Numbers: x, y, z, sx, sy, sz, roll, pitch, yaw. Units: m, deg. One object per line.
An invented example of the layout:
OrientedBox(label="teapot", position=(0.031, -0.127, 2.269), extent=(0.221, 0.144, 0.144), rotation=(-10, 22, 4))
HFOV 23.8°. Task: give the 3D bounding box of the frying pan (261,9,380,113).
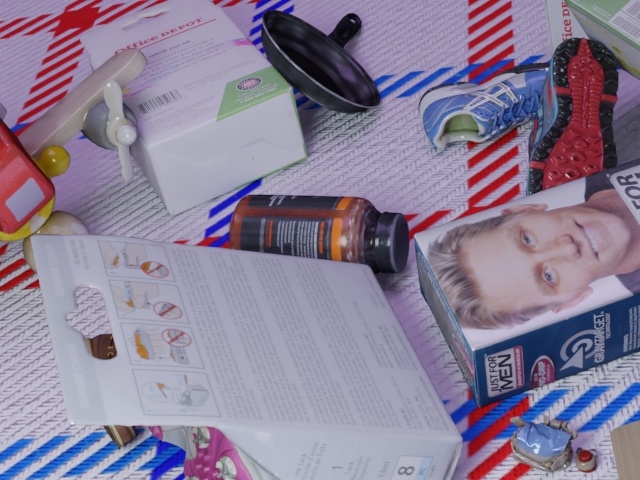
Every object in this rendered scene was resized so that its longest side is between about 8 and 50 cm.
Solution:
OrientedBox(label="frying pan", position=(-0.012, -0.272, 2.103), extent=(0.053, 0.197, 0.326), rotation=(-50, 26, 22))

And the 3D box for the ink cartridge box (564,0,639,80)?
OrientedBox(label="ink cartridge box", position=(0.403, -0.211, 1.833), extent=(0.056, 0.235, 0.171), rotation=(-43, 40, 1))

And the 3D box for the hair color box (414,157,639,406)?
OrientedBox(label="hair color box", position=(0.291, 0.029, 1.604), extent=(0.347, 0.105, 0.174), rotation=(-19, 49, -6))

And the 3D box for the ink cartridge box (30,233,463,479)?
OrientedBox(label="ink cartridge box", position=(-0.088, 0.123, 1.508), extent=(0.385, 0.091, 0.308), rotation=(5, 31, -22))

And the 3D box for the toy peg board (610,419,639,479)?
OrientedBox(label="toy peg board", position=(0.362, 0.228, 1.383), extent=(0.161, 0.079, 0.161), rotation=(-22, 33, 17))

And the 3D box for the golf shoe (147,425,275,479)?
OrientedBox(label="golf shoe", position=(-0.085, 0.192, 1.541), extent=(0.140, 0.115, 0.306), rotation=(-7, 41, -32))

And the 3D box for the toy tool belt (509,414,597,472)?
OrientedBox(label="toy tool belt", position=(0.225, 0.196, 1.475), extent=(0.083, 0.051, 0.052), rotation=(9, 42, 27))

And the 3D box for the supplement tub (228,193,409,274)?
OrientedBox(label="supplement tub", position=(0.000, 0.000, 1.765), extent=(0.198, 0.106, 0.106), rotation=(2, 39, 22))

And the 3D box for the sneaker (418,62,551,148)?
OrientedBox(label="sneaker", position=(0.230, -0.165, 1.941), extent=(0.211, 0.080, 0.081), rotation=(-15, 41, 16))

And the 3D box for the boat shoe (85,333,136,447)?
OrientedBox(label="boat shoe", position=(-0.224, 0.156, 1.668), extent=(0.060, 0.064, 0.178), rotation=(-21, 34, -6))

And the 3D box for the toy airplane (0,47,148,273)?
OrientedBox(label="toy airplane", position=(-0.399, -0.057, 1.890), extent=(0.386, 0.272, 0.384), rotation=(-38, 11, 32))

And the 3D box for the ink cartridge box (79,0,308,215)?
OrientedBox(label="ink cartridge box", position=(-0.182, -0.199, 2.078), extent=(0.207, 0.119, 0.353), rotation=(-23, 38, -11))

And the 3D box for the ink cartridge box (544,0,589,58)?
OrientedBox(label="ink cartridge box", position=(0.409, -0.324, 2.011), extent=(0.219, 0.160, 0.092), rotation=(-3, 36, 14))

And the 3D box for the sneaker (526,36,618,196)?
OrientedBox(label="sneaker", position=(0.299, -0.106, 1.821), extent=(0.104, 0.125, 0.262), rotation=(15, 65, 1))
